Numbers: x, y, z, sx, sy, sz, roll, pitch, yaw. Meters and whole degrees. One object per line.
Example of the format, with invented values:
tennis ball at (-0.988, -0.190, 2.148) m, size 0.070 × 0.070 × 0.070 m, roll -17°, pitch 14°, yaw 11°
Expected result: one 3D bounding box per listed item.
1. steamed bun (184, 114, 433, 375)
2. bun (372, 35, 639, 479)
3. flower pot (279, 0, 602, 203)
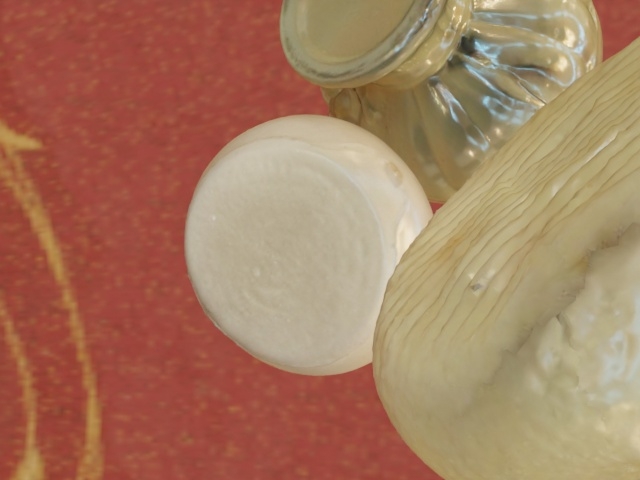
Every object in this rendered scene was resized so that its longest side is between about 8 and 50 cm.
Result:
steamed bun at (0.000, 0.000, 1.674) m, size 0.145 × 0.232 × 0.231 m, roll -25°, pitch 103°, yaw -63°
bun at (0.209, 0.024, 1.175) m, size 0.213 × 0.361 × 0.361 m, roll 46°, pitch 63°, yaw -13°
flower pot at (0.108, -0.207, 1.918) m, size 0.244 × 0.307 × 0.307 m, roll 32°, pitch 69°, yaw -43°
